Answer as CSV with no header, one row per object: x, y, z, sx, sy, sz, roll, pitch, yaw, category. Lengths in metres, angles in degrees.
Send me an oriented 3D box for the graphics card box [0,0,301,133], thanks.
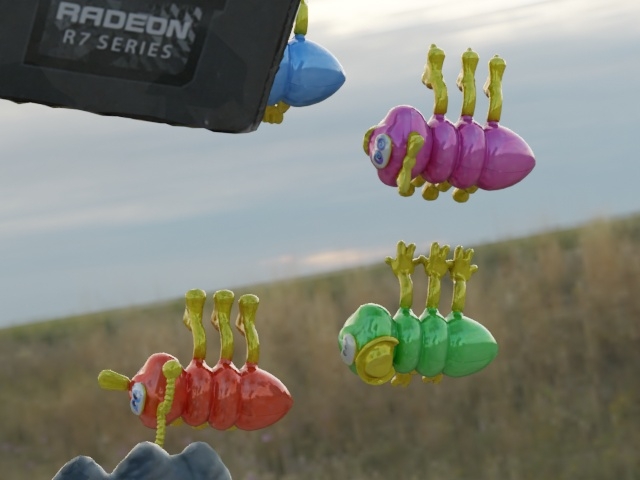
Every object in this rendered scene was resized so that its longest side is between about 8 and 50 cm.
-0.074,-0.207,0.270,0.232,0.371,0.094,7,31,-23,graphics card box

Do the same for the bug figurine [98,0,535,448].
0.000,0.000,0.914,0.216,0.279,0.072,1,27,-14,bug figurine

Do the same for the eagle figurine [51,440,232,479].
-0.098,0.152,0.353,0.298,0.225,0.226,-53,9,-15,eagle figurine
